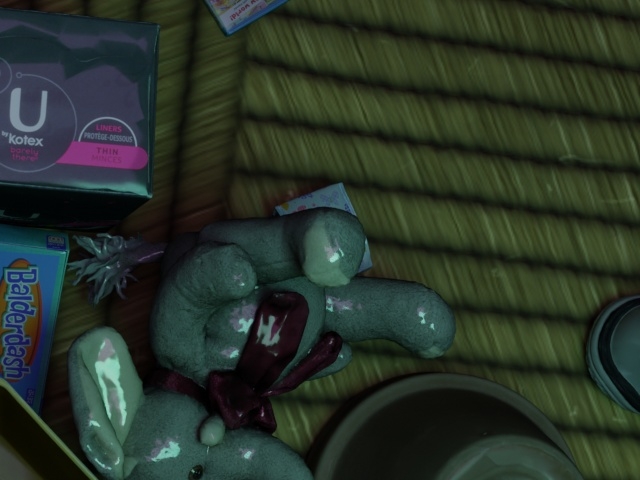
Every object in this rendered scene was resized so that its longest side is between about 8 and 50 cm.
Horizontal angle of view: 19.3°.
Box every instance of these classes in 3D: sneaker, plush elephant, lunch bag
[{"bbox_3d":[0.437,0.143,1.705,0.365,0.210,0.137,20,81,-11],"label":"sneaker"},{"bbox_3d":[-0.082,0.125,1.561,0.330,0.272,0.255,3,72,19],"label":"plush elephant"},{"bbox_3d":[0.000,0.000,1.699,0.071,0.053,0.083,-22,81,-16],"label":"lunch bag"}]

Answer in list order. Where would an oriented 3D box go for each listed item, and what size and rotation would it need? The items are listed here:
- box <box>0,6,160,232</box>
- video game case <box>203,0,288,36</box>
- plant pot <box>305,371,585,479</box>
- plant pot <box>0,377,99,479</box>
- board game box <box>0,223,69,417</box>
[{"bbox_3d":[-0.231,-0.092,1.541,0.165,0.270,0.143,4,84,-12],"label":"box"},{"bbox_3d":[-0.080,-0.287,1.725,0.119,0.015,0.166,-32,92,-14],"label":"video game case"},{"bbox_3d":[0.130,0.242,1.617,0.263,0.229,0.263,1,86,-14],"label":"plant pot"},{"bbox_3d":[-0.274,0.253,1.538,0.212,0.187,0.212,-44,96,-9],"label":"plant pot"},{"bbox_3d":[-0.328,0.059,1.588,0.210,0.047,0.160,9,109,-12],"label":"board game box"}]
